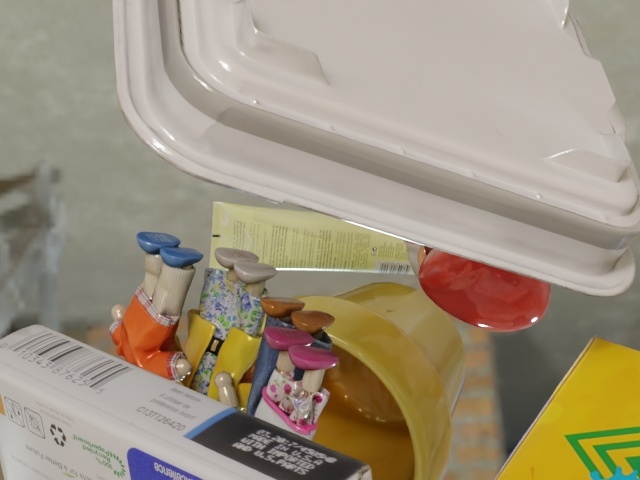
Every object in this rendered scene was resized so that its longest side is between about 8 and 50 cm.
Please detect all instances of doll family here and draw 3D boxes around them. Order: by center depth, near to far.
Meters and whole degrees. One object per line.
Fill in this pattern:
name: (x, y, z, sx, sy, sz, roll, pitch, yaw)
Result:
doll family: (-0.051, 0.111, 1.145, 0.118, 0.163, 0.263, 0, -156, -40)

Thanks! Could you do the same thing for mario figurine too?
mario figurine: (0.140, -0.070, 1.474, 0.170, 0.320, 0.198, -20, 170, -1)

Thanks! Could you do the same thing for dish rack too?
dish rack: (0.044, -0.117, 0.936, 0.333, 0.285, 0.072, 17, 128, -23)

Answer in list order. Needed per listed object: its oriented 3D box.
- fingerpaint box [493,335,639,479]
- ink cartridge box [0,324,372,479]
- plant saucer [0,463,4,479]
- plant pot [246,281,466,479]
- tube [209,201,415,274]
fingerpaint box: (0.340, 0.295, 0.987, 0.371, 0.163, 0.444, 17, 149, 40)
ink cartridge box: (-0.082, 0.234, 1.015, 0.304, 0.307, 0.072, 17, -144, 38)
plant saucer: (-0.337, 0.212, 1.498, 0.081, 0.333, 0.332, -31, 116, -3)
plant pot: (0.028, 0.155, 1.571, 0.254, 0.254, 0.239, -15, -168, 29)
tube: (0.000, 0.000, 1.733, 0.240, 0.070, 0.062, 2, 175, -5)
